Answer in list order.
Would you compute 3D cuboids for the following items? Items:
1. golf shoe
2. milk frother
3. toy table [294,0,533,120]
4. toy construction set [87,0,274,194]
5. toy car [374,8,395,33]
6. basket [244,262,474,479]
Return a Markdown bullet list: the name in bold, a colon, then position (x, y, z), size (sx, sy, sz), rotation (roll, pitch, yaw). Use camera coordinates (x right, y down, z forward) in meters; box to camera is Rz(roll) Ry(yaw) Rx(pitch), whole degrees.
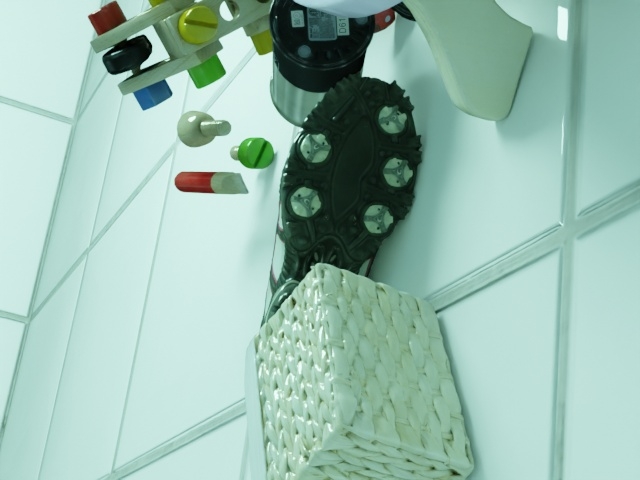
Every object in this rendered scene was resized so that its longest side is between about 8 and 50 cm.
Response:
- **golf shoe**: position (0.000, 0.000, 0.949), size (0.120, 0.105, 0.273), rotation (167, 118, -75)
- **milk frother**: position (0.033, -0.167, 0.991), size (0.135, 0.143, 0.129), rotation (99, -174, -75)
- **toy table**: position (0.087, -0.220, 0.786), size (0.252, 0.160, 0.274), rotation (-69, 25, 18)
- **toy construction set**: position (-0.079, -0.199, 1.193), size (0.237, 0.257, 0.309), rotation (8, 102, 57)
- **toy car**: position (-0.027, -0.312, 1.086), size (0.053, 0.225, 0.239), rotation (93, -173, -70)
- **basket**: position (0.024, 0.111, 0.783), size (0.103, 0.113, 0.167), rotation (-55, 27, 32)
